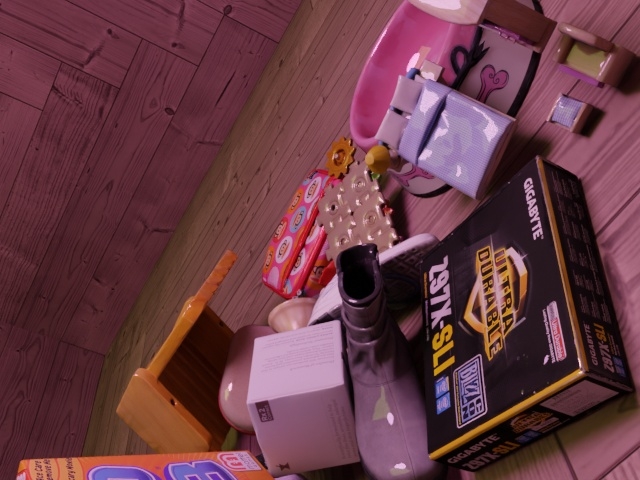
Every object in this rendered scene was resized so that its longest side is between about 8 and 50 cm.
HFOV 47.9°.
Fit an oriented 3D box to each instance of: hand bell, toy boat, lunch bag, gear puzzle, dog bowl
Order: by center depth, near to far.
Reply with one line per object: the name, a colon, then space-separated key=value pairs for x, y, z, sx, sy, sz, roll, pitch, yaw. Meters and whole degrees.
dog bowl: x=0.200 y=-0.293 z=1.293 sx=0.408 sy=0.150 sz=0.408 roll=-51 pitch=25 yaw=35
gear puzzle: x=0.069 y=-0.052 z=1.374 sx=0.175 sy=0.044 sz=0.339 roll=-40 pitch=52 yaw=36
hand bell: x=-0.023 y=0.243 z=1.375 sx=0.126 sy=0.126 sz=0.242 roll=-50 pitch=38 yaw=37
toy boat: x=-0.128 y=0.302 z=1.528 sx=0.151 sy=0.150 sz=0.231 roll=89 pitch=-171 yaw=-55
lunch bag: x=0.000 y=0.000 z=1.534 sx=0.293 sy=0.120 sz=0.258 roll=-66 pitch=25 yaw=0

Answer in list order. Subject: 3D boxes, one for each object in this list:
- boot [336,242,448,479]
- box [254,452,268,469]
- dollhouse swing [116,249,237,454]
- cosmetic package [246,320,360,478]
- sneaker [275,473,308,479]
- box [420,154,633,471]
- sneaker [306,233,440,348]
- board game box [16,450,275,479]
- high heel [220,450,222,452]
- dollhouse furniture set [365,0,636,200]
boot: x=0.076 y=0.163 z=0.991 sx=0.338 sy=0.118 sz=0.223 roll=-110 pitch=4 yaw=-60
box: x=-0.033 y=0.357 z=1.239 sx=0.162 sy=0.116 sz=0.029 roll=-29 pitch=84 yaw=59
dollhouse swing: x=-0.222 y=0.256 z=1.567 sx=0.305 sy=0.315 sz=0.347 roll=-38 pitch=11 yaw=21
cosmetic package: x=-0.021 y=0.247 z=1.142 sx=0.184 sy=0.151 sz=0.151 roll=-93 pitch=-11 yaw=-65
sneaker: x=-0.135 y=0.484 z=1.301 sx=0.366 sy=0.137 sz=0.210 roll=-59 pitch=24 yaw=28
box: x=0.232 y=0.091 z=0.903 sx=0.257 sy=0.079 sz=0.322 roll=-49 pitch=27 yaw=43
sneaker: x=0.081 y=0.066 z=1.214 sx=0.297 sy=0.111 sz=0.129 roll=-36 pitch=32 yaw=31
board game box: x=-0.205 y=0.525 z=0.926 sx=0.356 sy=0.356 sz=0.357 roll=28 pitch=104 yaw=52
high heel: x=-0.254 y=0.576 z=1.500 sx=0.377 sy=0.127 sz=0.182 roll=-130 pitch=54 yaw=-71
dollhouse furniture set: x=0.194 y=-0.177 z=0.973 sx=0.286 sy=0.198 sz=0.304 roll=38 pitch=115 yaw=33
